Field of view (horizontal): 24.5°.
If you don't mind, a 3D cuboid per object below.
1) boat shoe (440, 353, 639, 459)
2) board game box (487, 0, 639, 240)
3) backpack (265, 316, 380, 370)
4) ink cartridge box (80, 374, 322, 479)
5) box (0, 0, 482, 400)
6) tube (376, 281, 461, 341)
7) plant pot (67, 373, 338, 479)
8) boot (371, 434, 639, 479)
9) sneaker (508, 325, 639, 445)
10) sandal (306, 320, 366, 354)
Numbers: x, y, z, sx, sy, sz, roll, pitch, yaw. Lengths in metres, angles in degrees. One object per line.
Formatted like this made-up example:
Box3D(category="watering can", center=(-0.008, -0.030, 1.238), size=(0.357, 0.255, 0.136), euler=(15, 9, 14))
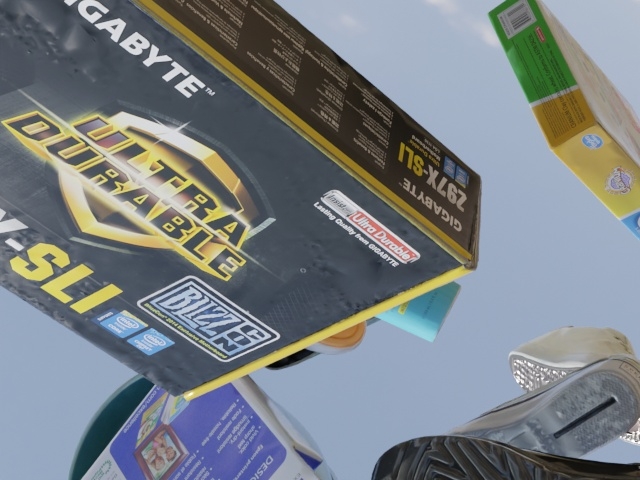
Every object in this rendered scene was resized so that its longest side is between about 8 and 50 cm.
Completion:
Box3D(category="boat shoe", center=(0.227, 0.218, 1.592), size=(0.109, 0.302, 0.094), euler=(61, -156, 3))
Box3D(category="board game box", center=(0.346, -0.145, 1.857), size=(0.316, 0.064, 0.242), euler=(36, -152, -46))
Box3D(category="backpack", center=(0.000, 0.000, 1.683), size=(0.225, 0.254, 0.191), euler=(57, -157, -12))
Box3D(category="ink cartridge box", center=(-0.135, 0.277, 1.382), size=(0.072, 0.303, 0.307), euler=(37, -177, -36))
Box3D(category="box", center=(-0.107, -0.047, 0.850), size=(0.322, 0.257, 0.079), euler=(38, -134, -30))
Box3D(category="tube", center=(0.013, 0.014, 1.213), size=(0.207, 0.080, 0.052), euler=(26, 173, 5))
Box3D(category="plant pot", center=(-0.098, 0.295, 1.643), size=(0.271, 0.271, 0.255), euler=(46, -175, 31))
Box3D(category="boot", center=(0.311, 0.272, 1.500), size=(0.367, 0.146, 0.445), euler=(9, -178, 32))
Box3D(category="sneaker", center=(0.355, 0.154, 1.764), size=(0.123, 0.105, 0.290), euler=(-30, -155, -22))
Box3D(category="sandal", center=(-0.068, 0.017, 1.365), size=(0.265, 0.076, 0.102), euler=(23, -132, -9))
